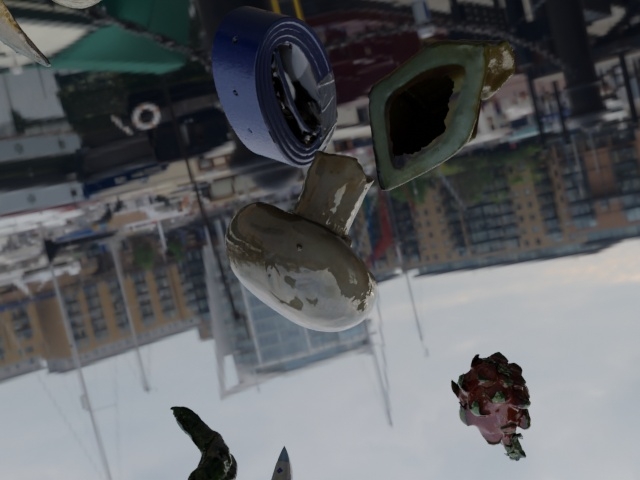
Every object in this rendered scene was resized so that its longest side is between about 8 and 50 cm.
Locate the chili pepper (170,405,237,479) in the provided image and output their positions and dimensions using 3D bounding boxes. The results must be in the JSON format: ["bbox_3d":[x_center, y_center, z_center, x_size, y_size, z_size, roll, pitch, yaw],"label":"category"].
[{"bbox_3d":[-0.198,0.375,1.491,0.122,0.065,0.279,6,-158,-10],"label":"chili pepper"}]

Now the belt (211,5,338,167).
[{"bbox_3d":[-0.082,-0.293,1.691,0.117,0.347,0.212,20,-116,30],"label":"belt"}]

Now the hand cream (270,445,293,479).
[{"bbox_3d":[-0.065,0.406,1.354,0.043,0.170,0.065,5,143,10],"label":"hand cream"}]

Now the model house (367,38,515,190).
[{"bbox_3d":[0.218,-0.227,1.459,0.268,0.173,0.239,-27,178,35],"label":"model house"}]

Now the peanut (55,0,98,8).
[{"bbox_3d":[-0.413,-0.453,1.418,0.153,0.140,0.325,5,-164,-30],"label":"peanut"}]

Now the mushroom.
[{"bbox_3d":[0.000,0.000,1.539,0.290,0.293,0.292,-57,-169,-7],"label":"mushroom"}]

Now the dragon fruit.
[{"bbox_3d":[0.326,0.311,1.632,0.135,0.235,0.137,-20,-146,12],"label":"dragon fruit"}]

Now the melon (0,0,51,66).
[{"bbox_3d":[-0.410,-0.294,1.112,0.098,0.182,0.054,27,-112,31],"label":"melon"}]
